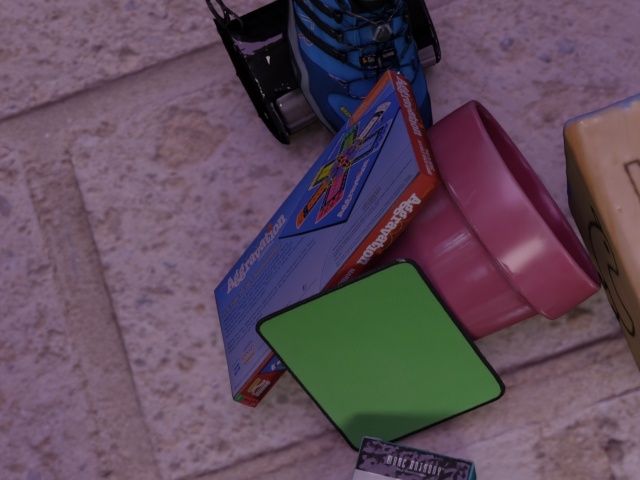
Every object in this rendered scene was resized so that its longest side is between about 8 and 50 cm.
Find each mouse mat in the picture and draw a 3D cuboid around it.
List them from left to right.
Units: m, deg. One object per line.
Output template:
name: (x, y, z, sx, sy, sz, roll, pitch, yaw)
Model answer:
mouse mat: (0.053, 0.101, 1.562, 0.152, 0.190, 0.007, -24, 38, 18)

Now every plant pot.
plant pot: (0.115, 0.008, 1.601, 0.180, 0.201, 0.201, -34, 67, 12)

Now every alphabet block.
alphabet block: (0.331, -0.014, 1.569, 0.193, 0.192, 0.197, -21, 67, 2)

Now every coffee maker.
coffee maker: (0.005, -0.198, 1.697, 0.178, 0.171, 0.120, -30, 48, -7)

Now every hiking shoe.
hiking shoe: (0.026, -0.192, 1.584, 0.113, 0.132, 0.304, -24, 109, -7)

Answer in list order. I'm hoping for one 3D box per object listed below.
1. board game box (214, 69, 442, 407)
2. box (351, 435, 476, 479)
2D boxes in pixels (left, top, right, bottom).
board game box: (0.000, 0.000, 1.581, 0.281, 0.027, 0.145, -51, 33, 29)
box: (0.056, 0.297, 1.559, 0.100, 0.060, 0.244, 12, 72, 12)
